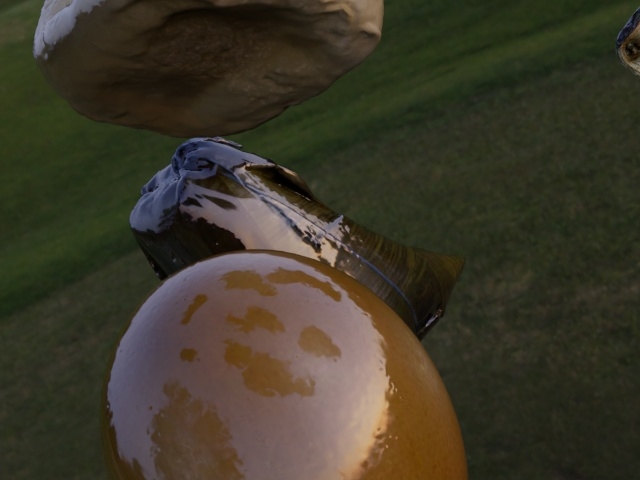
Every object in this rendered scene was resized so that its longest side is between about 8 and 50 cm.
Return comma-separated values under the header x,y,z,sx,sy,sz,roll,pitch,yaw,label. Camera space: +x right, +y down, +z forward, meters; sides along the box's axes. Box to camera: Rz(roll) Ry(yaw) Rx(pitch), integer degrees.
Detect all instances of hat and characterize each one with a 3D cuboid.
x,y,z,sx,sy,sz,roll,pitch,yaw,label
0.337,-0.197,1.058,0.077,0.076,0.059,-53,-5,16,hat

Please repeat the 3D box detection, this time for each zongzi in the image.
x,y,z,sx,sy,sz,roll,pitch,yaw,label
0.000,0.000,1.338,0.208,0.403,0.432,-32,11,41,zongzi

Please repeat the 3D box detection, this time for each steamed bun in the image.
x,y,z,sx,sy,sz,roll,pitch,yaw,label
-0.062,-0.155,0.557,0.140,0.155,0.172,17,-30,-39,steamed bun

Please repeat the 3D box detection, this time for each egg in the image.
x,y,z,sx,sy,sz,roll,pitch,yaw,label
-0.029,0.170,0.869,0.282,0.351,0.283,-24,-27,-13,egg
